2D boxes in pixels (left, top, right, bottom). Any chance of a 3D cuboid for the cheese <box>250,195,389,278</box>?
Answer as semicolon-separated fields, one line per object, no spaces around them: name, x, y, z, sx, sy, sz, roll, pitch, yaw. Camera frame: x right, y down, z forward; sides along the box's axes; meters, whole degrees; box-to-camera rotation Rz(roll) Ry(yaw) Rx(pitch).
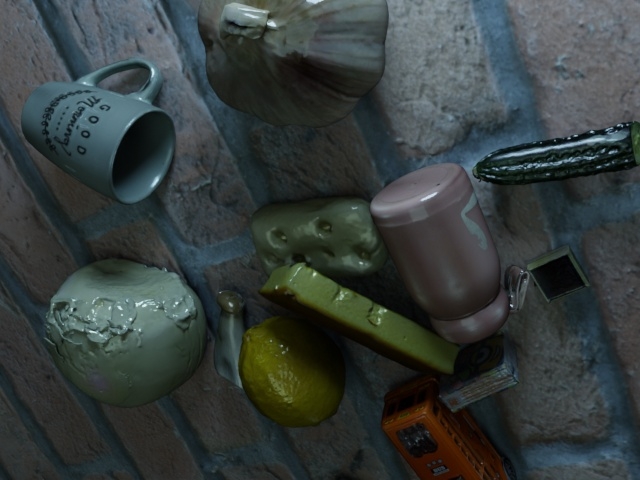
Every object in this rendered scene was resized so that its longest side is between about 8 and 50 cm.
cheese;0.000;0.001;1.131;0.262;0.093;0.159;-7;115;22

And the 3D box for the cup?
cup;-0.402;-0.229;1.124;0.234;0.186;0.258;26;90;13

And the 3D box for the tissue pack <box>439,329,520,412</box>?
tissue pack;0.299;0.248;1.142;0.148;0.109;0.060;-35;104;27

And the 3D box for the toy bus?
toy bus;0.265;0.438;1.219;0.143;0.153;0.329;-31;102;26

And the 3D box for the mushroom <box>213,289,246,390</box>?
mushroom;-0.180;0.217;1.297;0.116;0.093;0.225;10;103;62

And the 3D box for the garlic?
garlic;-0.041;-0.325;0.927;0.321;0.241;0.322;-2;125;-3

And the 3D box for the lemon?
lemon;-0.055;0.263;1.211;0.204;0.204;0.260;-33;107;28

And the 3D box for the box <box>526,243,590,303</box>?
box;0.414;0.059;1.058;0.083;0.035;0.079;-30;103;26

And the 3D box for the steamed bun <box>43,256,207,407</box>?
steamed bun;-0.423;0.219;1.290;0.333;0.233;0.312;7;115;16

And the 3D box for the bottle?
bottle;0.231;0.025;1.031;0.206;0.173;0.297;-28;106;-5

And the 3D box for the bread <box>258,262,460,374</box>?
bread;0.071;0.145;1.102;0.361;0.077;0.138;28;166;-15

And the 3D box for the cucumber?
cucumber;0.380;-0.131;0.961;0.265;0.077;0.077;-9;111;24
